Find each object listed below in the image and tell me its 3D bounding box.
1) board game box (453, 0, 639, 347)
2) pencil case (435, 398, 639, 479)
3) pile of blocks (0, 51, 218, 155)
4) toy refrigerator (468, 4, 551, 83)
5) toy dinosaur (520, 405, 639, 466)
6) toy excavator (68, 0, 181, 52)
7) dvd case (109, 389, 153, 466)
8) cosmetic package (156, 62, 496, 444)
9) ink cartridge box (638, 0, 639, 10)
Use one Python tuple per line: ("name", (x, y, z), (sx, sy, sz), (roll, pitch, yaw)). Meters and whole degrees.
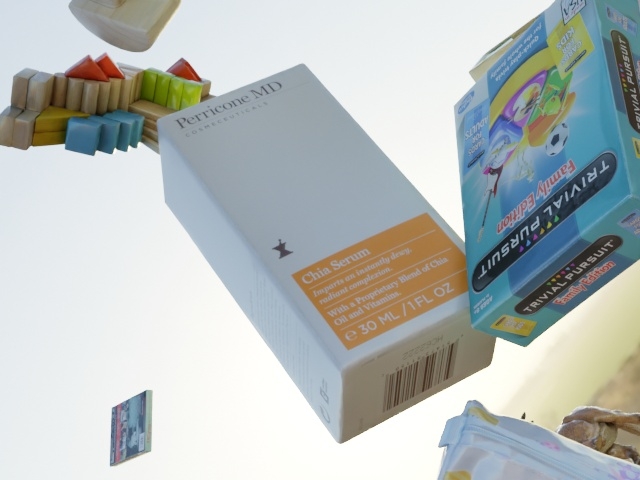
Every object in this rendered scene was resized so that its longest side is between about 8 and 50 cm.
("board game box", (0.256, -0.092, 1.302), (0.254, 0.079, 0.336), (-47, 31, 42))
("pencil case", (0.227, 0.228, 0.999), (0.124, 0.273, 0.113), (72, -141, -66))
("pile of blocks", (-0.263, -0.192, 1.617), (0.362, 0.149, 0.113), (-15, -54, -45))
("toy refrigerator", (0.382, -0.340, 1.997), (0.269, 0.094, 0.102), (-34, 9, 35))
("toy dinosaur", (0.437, 0.339, 2.037), (0.295, 0.200, 0.127), (-22, -70, -42))
("toy excavator", (-0.206, -0.388, 1.300), (0.433, 0.445, 0.222), (50, -118, -39))
("dvd case", (-0.264, 0.262, 1.660), (0.119, 0.013, 0.087), (-32, 53, 52))
("cosmetic package", (0.000, 0.000, 1.483), (0.230, 0.453, 0.161), (-25, -36, -21))
("ink cartridge box", (0.462, -0.264, 1.495), (0.160, 0.219, 0.092), (-33, -36, -16))
